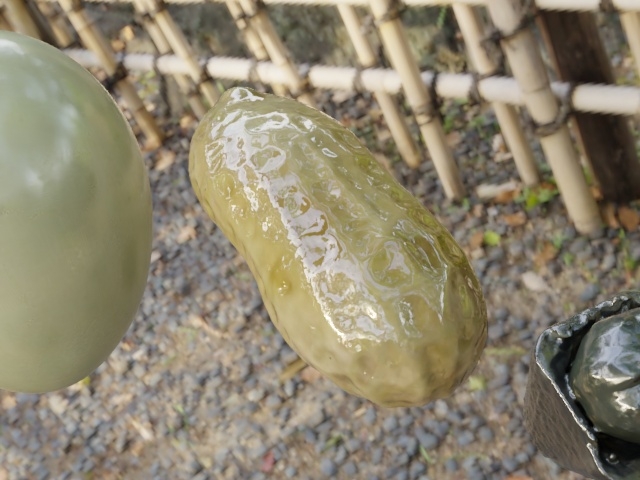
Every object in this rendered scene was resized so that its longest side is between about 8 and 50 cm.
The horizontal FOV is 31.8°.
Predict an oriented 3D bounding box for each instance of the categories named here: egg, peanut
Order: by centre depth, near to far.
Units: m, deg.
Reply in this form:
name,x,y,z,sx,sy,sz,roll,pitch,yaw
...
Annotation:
name,x,y,z,sx,sy,sz,roll,pitch,yaw
peanut,0.000,0.000,0.594,0.095,0.108,0.226,-20,53,-29
egg,-0.203,-0.017,0.738,0.186,0.241,0.186,-9,17,3

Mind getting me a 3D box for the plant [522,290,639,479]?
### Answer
name,x,y,z,sx,sy,sz,roll,pitch,yaw
plant,0.280,0.142,1.055,0.142,0.256,0.164,-22,76,-15
